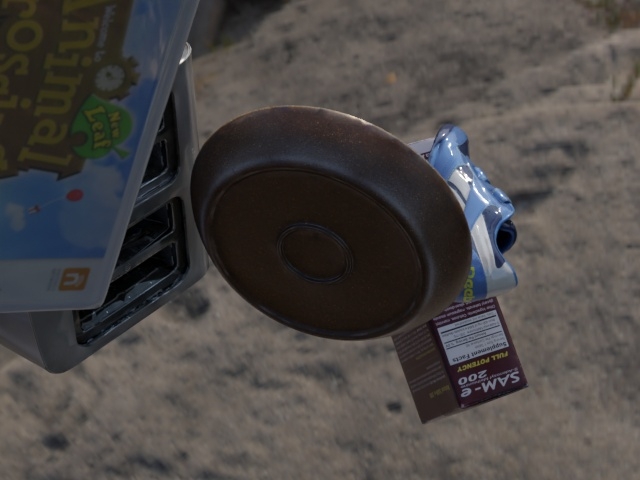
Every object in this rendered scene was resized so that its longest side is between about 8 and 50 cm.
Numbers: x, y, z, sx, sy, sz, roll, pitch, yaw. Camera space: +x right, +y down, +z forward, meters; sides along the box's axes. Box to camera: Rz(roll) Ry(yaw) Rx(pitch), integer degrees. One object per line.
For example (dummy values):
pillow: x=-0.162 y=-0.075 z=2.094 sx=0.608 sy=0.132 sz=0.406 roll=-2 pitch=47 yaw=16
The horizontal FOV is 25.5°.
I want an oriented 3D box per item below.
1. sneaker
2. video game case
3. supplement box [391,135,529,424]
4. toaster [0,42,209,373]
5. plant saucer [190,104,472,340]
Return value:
sneaker: x=0.095 y=-0.016 z=0.906 sx=0.059 sy=0.053 sz=0.144 roll=-1 pitch=50 yaw=4
video game case: x=-0.144 y=-0.056 z=0.513 sx=0.193 sy=0.212 sz=0.023 roll=-2 pitch=39 yaw=-33
supplement box: x=0.100 y=0.040 z=1.300 sx=0.073 sy=0.130 sz=0.239 roll=-16 pitch=81 yaw=-15
toaster: x=-0.155 y=-0.033 z=0.838 sx=0.110 sy=0.168 sz=0.185 roll=26 pitch=44 yaw=32
plant saucer: x=0.000 y=0.000 z=0.793 sx=0.168 sy=0.168 sz=0.029 roll=10 pitch=44 yaw=18
